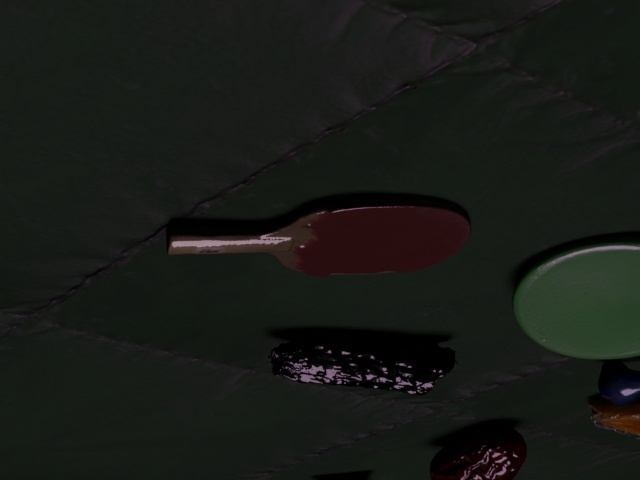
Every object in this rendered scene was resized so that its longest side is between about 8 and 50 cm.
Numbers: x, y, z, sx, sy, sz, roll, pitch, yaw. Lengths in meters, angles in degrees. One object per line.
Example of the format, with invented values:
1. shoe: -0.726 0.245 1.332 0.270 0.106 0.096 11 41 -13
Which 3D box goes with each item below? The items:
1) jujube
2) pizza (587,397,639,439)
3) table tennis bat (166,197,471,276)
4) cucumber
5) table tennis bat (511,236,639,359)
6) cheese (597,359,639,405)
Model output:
1. jujube: 0.184 0.255 1.561 0.077 0.077 0.129 15 140 -36
2. pizza: 0.400 0.201 1.502 0.184 0.036 0.176 -2 161 22
3. table tennis bat: 0.000 0.000 1.037 0.234 0.022 0.131 0 156 -13
4. cucumber: 0.037 0.111 1.251 0.181 0.053 0.053 7 153 -19
5. table tennis bat: 0.290 0.048 1.139 0.257 0.039 0.160 -2 141 7
6. cheese: 0.434 0.156 1.305 0.329 0.129 0.217 10 176 6
